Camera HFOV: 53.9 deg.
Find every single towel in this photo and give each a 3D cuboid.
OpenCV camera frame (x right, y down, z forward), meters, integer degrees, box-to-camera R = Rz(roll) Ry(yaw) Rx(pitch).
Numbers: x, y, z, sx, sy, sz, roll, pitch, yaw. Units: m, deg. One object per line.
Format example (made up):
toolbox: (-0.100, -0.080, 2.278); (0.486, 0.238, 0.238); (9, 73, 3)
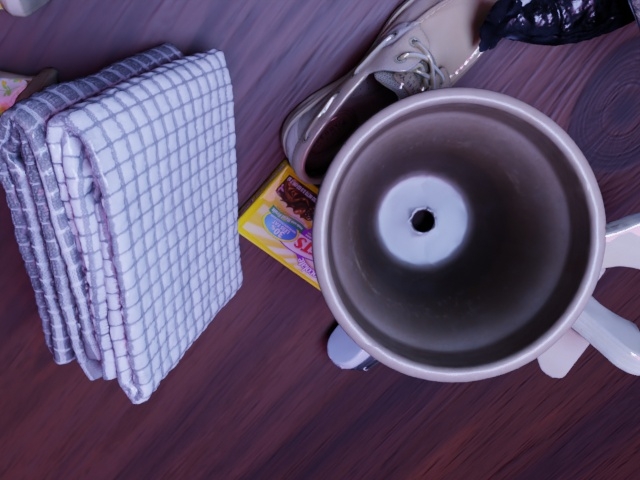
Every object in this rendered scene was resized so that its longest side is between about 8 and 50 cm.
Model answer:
towel: (-0.175, -0.026, 0.614); (0.121, 0.235, 0.283); (9, 121, 16)

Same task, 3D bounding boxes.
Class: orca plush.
orca plush: (0.304, -0.258, 0.632); (0.287, 0.102, 0.151); (-20, 137, -25)

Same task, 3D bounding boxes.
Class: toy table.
toy table: (0.287, 0.050, 0.769); (0.161, 0.252, 0.274); (22, 131, -5)

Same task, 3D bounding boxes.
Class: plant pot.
plant pot: (0.124, -0.011, 0.660); (0.263, 0.229, 0.262); (0, 95, 2)

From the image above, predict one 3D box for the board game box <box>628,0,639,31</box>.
board game box: (0.403, -0.324, 0.536); (0.291, 0.141, 0.232); (-40, 115, -8)

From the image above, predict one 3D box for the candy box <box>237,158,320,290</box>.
candy box: (0.000, 0.000, 0.785); (0.206, 0.027, 0.105); (37, 107, -26)

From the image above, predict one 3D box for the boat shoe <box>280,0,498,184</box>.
boat shoe: (0.087, -0.170, 0.674); (0.302, 0.098, 0.109); (-38, 118, 8)

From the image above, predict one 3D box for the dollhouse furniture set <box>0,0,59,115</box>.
dollhouse furniture set: (-0.424, -0.068, 0.526); (0.362, 0.256, 0.394); (-2, 117, -12)

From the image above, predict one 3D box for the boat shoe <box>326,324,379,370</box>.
boat shoe: (0.111, 0.093, 0.834); (0.228, 0.080, 0.076); (-47, 137, 9)
